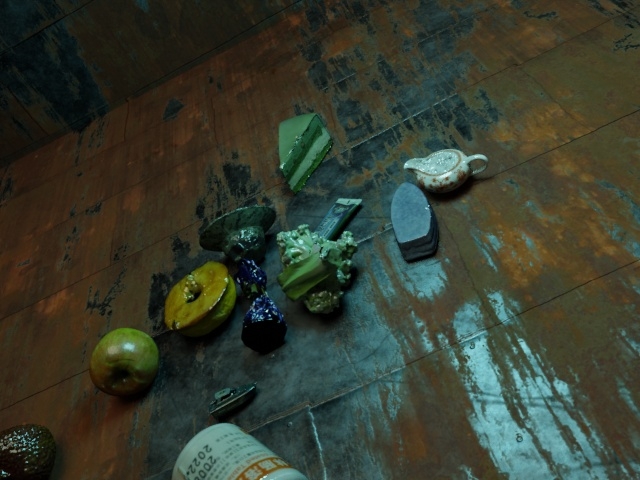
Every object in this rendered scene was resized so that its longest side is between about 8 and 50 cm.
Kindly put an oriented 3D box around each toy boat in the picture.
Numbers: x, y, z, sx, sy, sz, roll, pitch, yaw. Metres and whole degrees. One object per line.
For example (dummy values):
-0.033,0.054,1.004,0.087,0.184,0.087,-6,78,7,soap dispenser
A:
-0.226,0.410,1.675,0.141,0.060,0.055,-28,13,-5,toy boat
0.268,-0.066,1.858,0.127,0.078,0.283,-21,40,18,toy boat

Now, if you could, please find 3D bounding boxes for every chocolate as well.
-0.187,0.156,1.858,0.126,0.148,0.343,-26,41,6,chocolate

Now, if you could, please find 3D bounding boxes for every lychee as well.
-0.825,0.596,1.764,0.195,0.194,0.194,-18,40,16,lychee

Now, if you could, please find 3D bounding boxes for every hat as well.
-0.243,0.008,2.042,0.266,0.265,0.128,-29,69,3,hat

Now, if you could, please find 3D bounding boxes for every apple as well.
-0.568,0.348,1.862,0.196,0.196,0.196,-18,40,16,apple

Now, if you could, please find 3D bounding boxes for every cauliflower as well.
-0.001,0.067,1.744,0.315,0.239,0.256,138,138,-67,cauliflower

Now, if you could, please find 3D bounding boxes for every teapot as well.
0.381,-0.210,1.917,0.246,0.116,0.159,-14,28,24,teapot

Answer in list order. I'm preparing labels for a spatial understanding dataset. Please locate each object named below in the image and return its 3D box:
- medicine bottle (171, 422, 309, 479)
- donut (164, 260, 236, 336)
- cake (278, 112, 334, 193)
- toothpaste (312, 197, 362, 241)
-0.130,0.549,1.331,0.371,0.211,0.211,18,59,44,medicine bottle
-0.365,0.180,1.944,0.253,0.118,0.253,-28,39,26,donut
-0.105,-0.308,2.314,0.172,0.158,0.283,6,54,38,cake
0.000,0.000,1.972,0.099,0.061,0.392,6,49,40,toothpaste
